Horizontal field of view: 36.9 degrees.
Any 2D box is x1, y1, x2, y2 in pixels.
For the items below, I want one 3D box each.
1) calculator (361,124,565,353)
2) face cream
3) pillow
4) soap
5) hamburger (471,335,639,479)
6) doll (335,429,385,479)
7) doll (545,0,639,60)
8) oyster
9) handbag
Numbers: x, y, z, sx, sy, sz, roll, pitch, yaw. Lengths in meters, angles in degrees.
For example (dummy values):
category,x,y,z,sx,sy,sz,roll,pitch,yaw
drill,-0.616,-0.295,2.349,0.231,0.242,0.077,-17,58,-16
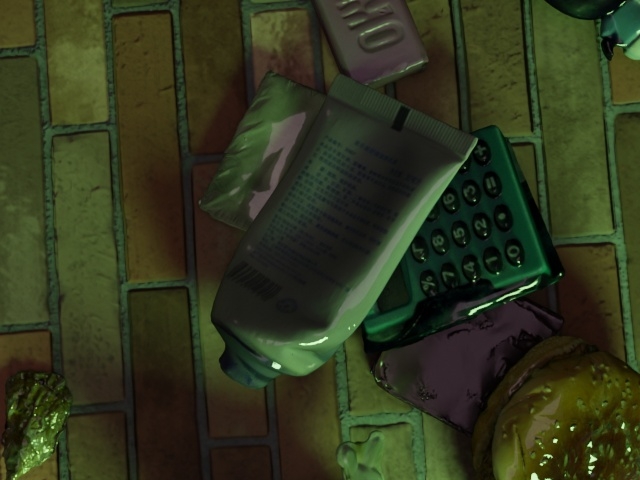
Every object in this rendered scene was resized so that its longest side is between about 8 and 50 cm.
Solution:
category,x,y,z,sx,sy,sz,roll,pitch,yaw
calculator,0.153,-0.005,1.252,0.274,0.058,0.248,-22,64,18
face cream,0.000,0.000,1.243,0.235,0.137,0.420,31,90,33
pillow,-0.067,-0.117,1.340,0.128,0.051,0.229,28,86,1
soap,0.060,-0.314,1.339,0.122,0.065,0.203,-23,85,1
hamburger,0.304,0.250,1.209,0.286,0.146,0.243,-17,113,-18
doll,0.064,0.456,1.201,0.423,0.161,0.348,47,61,-12
doll,0.373,-0.370,1.291,0.314,0.141,0.177,43,83,1
oyster,-0.408,0.249,1.344,0.146,0.045,0.121,-43,71,-1
handbag,0.198,0.151,1.299,0.216,0.074,0.203,27,88,2
